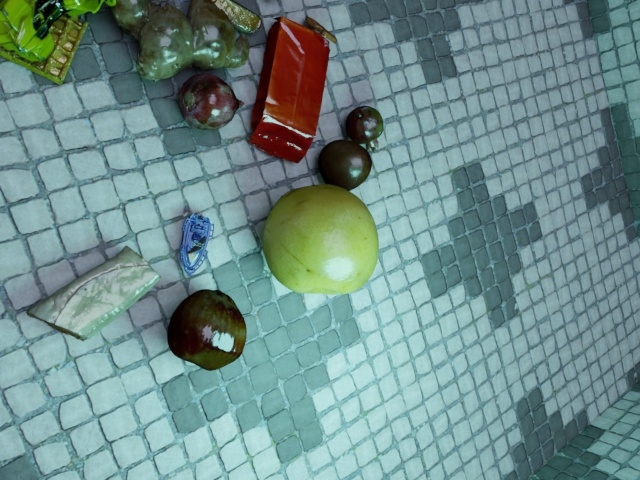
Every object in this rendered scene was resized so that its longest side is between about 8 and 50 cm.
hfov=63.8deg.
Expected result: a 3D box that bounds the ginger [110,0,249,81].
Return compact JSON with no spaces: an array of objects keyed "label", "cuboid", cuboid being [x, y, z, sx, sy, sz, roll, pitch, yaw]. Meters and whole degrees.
[{"label":"ginger","cuboid":[-0.364,-0.553,1.382,0.374,0.176,0.257,-4,88,-31]}]

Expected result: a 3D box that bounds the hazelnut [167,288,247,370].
[{"label":"hazelnut","cuboid":[-0.293,0.239,1.385,0.217,0.234,0.218,-2,72,5]}]

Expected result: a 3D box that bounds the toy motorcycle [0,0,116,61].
[{"label":"toy motorcycle","cuboid":[-0.602,-0.562,1.193,0.342,0.205,0.142,-56,147,-20]}]

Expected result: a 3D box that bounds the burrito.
[{"label":"burrito","cuboid":[-0.564,0.145,1.305,0.299,0.105,0.143,-39,98,-23]}]

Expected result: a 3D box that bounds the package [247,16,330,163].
[{"label":"package","cuboid":[-0.090,-0.466,1.562,0.195,0.123,0.424,15,81,-26]}]

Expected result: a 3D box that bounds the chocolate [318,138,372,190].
[{"label":"chocolate","cuboid":[0.085,-0.242,1.627,0.176,0.176,0.177,0,90,-29]}]

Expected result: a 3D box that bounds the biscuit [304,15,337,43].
[{"label":"biscuit","cuboid":[0.002,-0.668,1.623,0.019,0.130,0.102,-52,160,20]}]

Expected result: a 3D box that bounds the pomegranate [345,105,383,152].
[{"label":"pomegranate","cuboid":[0.143,-0.365,1.704,0.129,0.129,0.159,-29,147,-26]}]

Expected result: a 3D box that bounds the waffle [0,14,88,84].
[{"label":"waffle","cuboid":[-0.679,-0.519,1.269,0.160,0.055,0.211,22,79,-27]}]

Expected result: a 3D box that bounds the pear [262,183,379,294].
[{"label":"pear","cuboid":[0.000,0.000,1.485,0.348,0.348,0.349,0,90,-29]}]

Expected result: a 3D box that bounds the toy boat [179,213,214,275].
[{"label":"toy boat","cuboid":[-0.345,0.013,1.423,0.091,0.110,0.175,14,85,-28]}]

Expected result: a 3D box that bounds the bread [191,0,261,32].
[{"label":"bread","cuboid":[-0.273,-0.669,1.498,0.214,0.053,0.073,13,102,-31]}]

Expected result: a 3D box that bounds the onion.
[{"label":"onion","cuboid":[-0.294,-0.383,1.436,0.194,0.159,0.160,-7,93,-48]}]
